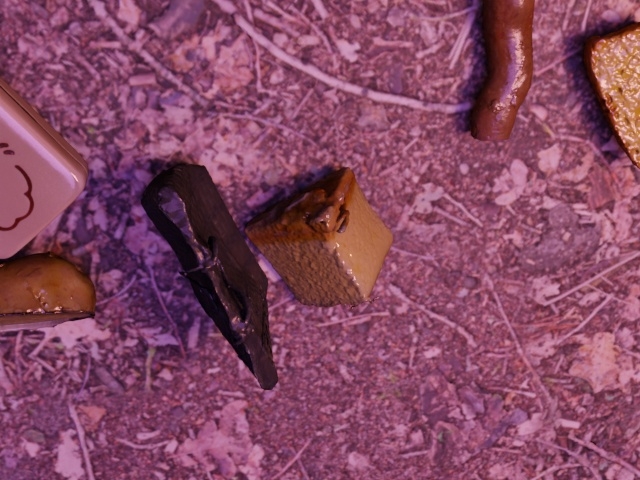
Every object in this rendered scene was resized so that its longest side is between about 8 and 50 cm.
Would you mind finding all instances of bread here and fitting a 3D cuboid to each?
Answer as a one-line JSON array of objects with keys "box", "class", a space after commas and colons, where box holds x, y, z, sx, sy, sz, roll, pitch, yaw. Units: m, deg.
[{"box": [0.000, 0.000, 1.069, 0.152, 0.127, 0.147, -15, 121, 32], "class": "bread"}, {"box": [0.388, -0.176, 1.059, 0.103, 0.065, 0.187, -30, 106, 13], "class": "bread"}]

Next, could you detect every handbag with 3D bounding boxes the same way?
[{"box": [-0.121, 0.032, 0.995, 0.088, 0.175, 0.270, -27, 116, -1], "class": "handbag"}]

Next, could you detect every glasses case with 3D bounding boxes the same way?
[{"box": [-0.411, -0.139, 0.928, 0.144, 0.076, 0.336, -41, 113, 7], "class": "glasses case"}]

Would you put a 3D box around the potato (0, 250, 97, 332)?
[{"box": [-0.357, 0.058, 0.993, 0.200, 0.164, 0.081, -6, 81, -14], "class": "potato"}]

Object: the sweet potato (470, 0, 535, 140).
[{"box": [0.217, -0.254, 1.008, 0.067, 0.059, 0.281, -6, 114, -18], "class": "sweet potato"}]
